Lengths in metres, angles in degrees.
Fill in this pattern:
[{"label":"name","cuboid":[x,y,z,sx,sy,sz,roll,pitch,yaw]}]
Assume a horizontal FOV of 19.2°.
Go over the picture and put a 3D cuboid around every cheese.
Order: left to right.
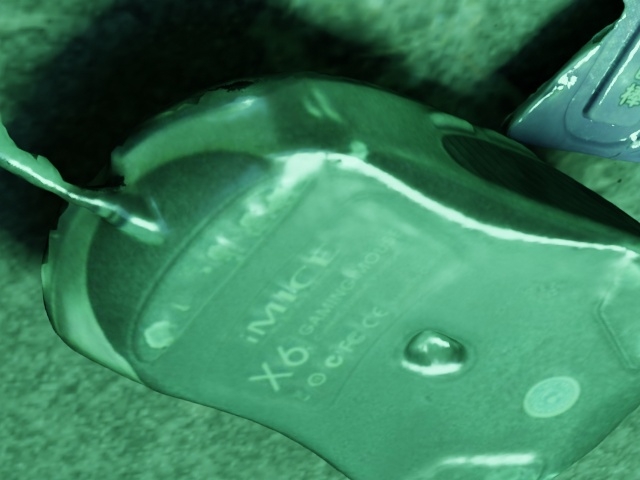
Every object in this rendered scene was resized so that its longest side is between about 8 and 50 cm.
[{"label":"cheese","cuboid":[0.153,-0.106,0.751,0.105,0.042,0.191,6,130,-33]}]

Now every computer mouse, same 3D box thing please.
[{"label":"computer mouse","cuboid":[0.000,0.000,0.747,0.379,0.090,0.167,26,118,-38]}]
